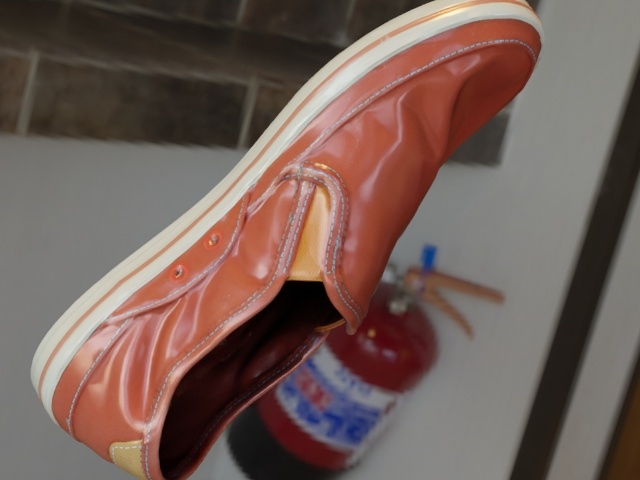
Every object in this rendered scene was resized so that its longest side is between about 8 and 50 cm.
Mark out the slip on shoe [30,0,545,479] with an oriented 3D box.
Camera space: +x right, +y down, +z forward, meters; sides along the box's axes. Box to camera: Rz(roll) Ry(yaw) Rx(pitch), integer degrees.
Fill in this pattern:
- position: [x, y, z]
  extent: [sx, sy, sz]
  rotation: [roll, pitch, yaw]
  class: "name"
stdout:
- position: [0.000, 0.000, 0.807]
  extent: [0.101, 0.331, 0.123]
  rotation: [44, -7, 28]
  class: "slip on shoe"
